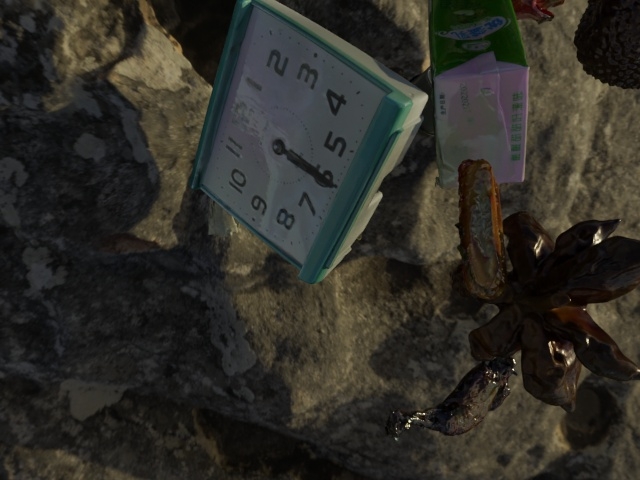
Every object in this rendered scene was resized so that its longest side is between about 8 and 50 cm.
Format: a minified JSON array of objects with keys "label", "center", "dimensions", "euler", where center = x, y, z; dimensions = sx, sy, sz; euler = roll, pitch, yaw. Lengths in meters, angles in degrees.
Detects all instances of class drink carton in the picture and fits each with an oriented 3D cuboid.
[{"label":"drink carton","center":[0.195,-0.208,0.703],"dimensions":[0.108,0.271,0.161],"euler":[-3,134,15]}]

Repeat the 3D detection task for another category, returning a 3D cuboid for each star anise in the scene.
[{"label":"star anise","center":[0.203,0.055,0.512],"dimensions":[0.111,0.196,0.212],"euler":[0,125,-18]}]

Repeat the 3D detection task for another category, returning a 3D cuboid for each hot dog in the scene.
[{"label":"hot dog","center":[0.143,-0.015,0.494],"dimensions":[0.038,0.144,0.062],"euler":[-10,146,24]}]

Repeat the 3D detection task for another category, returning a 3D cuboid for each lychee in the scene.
[{"label":"lychee","center":[0.688,-0.456,1.155],"dimensions":[0.267,0.267,0.267],"euler":[-2,101,-9]}]

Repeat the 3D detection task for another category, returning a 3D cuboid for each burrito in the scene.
[{"label":"burrito","center":[-0.240,-0.185,1.490],"dimensions":[0.117,0.076,0.392],"euler":[7,114,-12]}]

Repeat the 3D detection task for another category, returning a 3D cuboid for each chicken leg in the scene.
[{"label":"chicken leg","center":[0.204,0.249,0.828],"dimensions":[0.253,0.051,0.106],"euler":[-20,123,-25]}]

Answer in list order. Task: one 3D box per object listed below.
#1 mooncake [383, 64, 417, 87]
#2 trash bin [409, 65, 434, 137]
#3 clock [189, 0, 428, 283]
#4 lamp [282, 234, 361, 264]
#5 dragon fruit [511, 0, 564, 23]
[{"label":"mooncake","center":[0.080,-0.307,1.243],"dimensions":[0.283,0.283,0.141],"euler":[-11,129,-7]},{"label":"trash bin","center":[0.408,-0.507,1.873],"dimensions":[0.220,0.250,0.219],"euler":[46,75,-2]},{"label":"clock","center":[-0.021,-0.117,0.651],"dimensions":[0.231,0.116,0.262],"euler":[38,128,16]},{"label":"lamp","center":[0.000,0.000,1.454],"dimensions":[0.215,0.121,0.121],"euler":[-18,104,21]},{"label":"dragon fruit","center":[0.287,-0.560,0.981],"dimensions":[0.249,0.371,0.386],"euler":[-21,144,21]}]
